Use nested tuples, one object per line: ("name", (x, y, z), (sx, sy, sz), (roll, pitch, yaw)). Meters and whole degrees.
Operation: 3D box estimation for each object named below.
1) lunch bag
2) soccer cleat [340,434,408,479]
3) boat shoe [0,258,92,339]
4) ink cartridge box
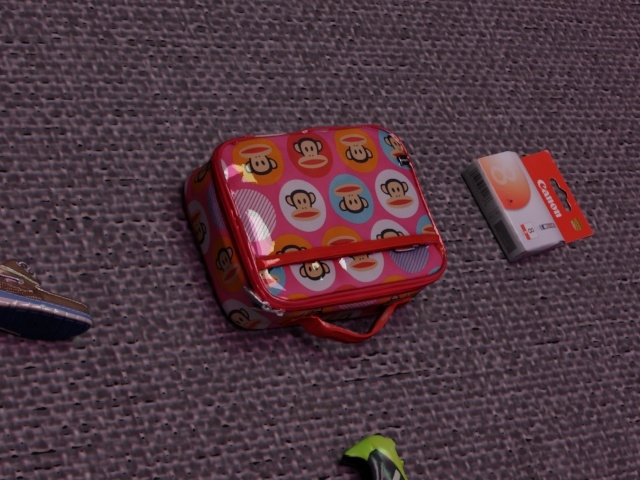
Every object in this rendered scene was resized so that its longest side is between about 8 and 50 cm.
("lunch bag", (0.000, 0.000, 1.758), (0.293, 0.120, 0.258), (-9, 72, -35))
("soccer cleat", (0.086, 0.304, 1.664), (0.072, 0.060, 0.179), (-21, 68, -30))
("boat shoe", (-0.323, 0.053, 1.537), (0.183, 0.066, 0.066), (15, 54, -25))
("ink cartridge box", (0.297, -0.057, 2.031), (0.179, 0.045, 0.145), (-17, 73, -36))
